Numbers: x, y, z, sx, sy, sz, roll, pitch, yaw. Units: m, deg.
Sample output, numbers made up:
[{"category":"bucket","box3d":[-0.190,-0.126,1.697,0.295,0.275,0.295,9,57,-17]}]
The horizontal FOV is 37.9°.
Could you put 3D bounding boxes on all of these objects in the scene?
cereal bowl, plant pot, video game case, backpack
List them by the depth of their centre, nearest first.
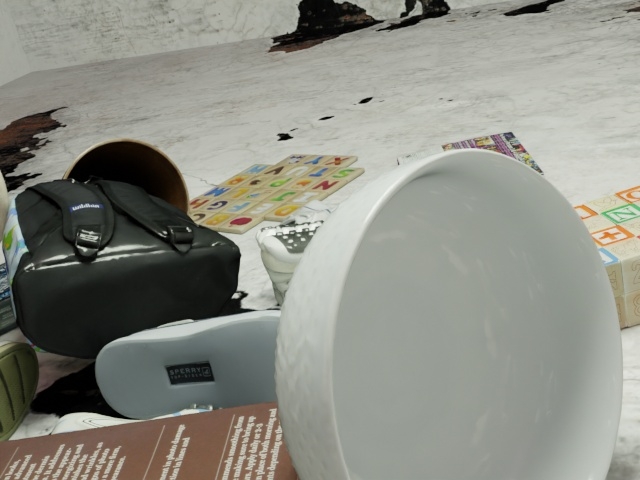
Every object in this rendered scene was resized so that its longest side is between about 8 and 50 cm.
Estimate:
[{"category":"cereal bowl","box3d":[0.095,0.101,0.768,0.339,0.339,0.141,-30,14,-35]},{"category":"backpack","box3d":[-0.305,0.028,1.276,0.290,0.273,0.355,-8,34,-28]},{"category":"video game case","box3d":[0.242,-0.111,1.542,0.210,0.042,0.232,-13,22,3]},{"category":"plant pot","box3d":[-0.363,-0.054,1.586,0.215,0.215,0.230,-26,11,-26]}]

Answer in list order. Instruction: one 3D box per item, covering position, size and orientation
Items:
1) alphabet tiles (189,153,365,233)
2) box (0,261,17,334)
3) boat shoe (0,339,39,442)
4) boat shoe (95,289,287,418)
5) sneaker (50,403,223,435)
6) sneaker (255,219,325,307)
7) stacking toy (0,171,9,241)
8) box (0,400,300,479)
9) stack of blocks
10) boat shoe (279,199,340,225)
[{"category":"alphabet tiles","box3d":[-0.095,-0.094,1.741,0.285,0.011,0.342,7,30,40]},{"category":"box","box3d":[-0.504,0.087,1.496,0.220,0.051,0.175,-28,26,-32]},{"category":"boat shoe","box3d":[-0.439,0.213,1.080,0.103,0.113,0.302,0,26,16]},{"category":"boat shoe","box3d":[-0.070,0.135,1.059,0.367,0.136,0.156,-9,9,31]},{"category":"sneaker","box3d":[-0.169,0.222,0.968,0.237,0.085,0.086,-5,55,7]},{"category":"sneaker","box3d":[-0.019,0.035,1.152,0.110,0.118,0.292,-5,-2,0]},{"category":"stacking toy","box3d":[-0.651,0.034,1.170,0.350,0.351,0.480,-4,40,23]},{"category":"box","box3d":[-0.180,0.261,0.786,0.381,0.143,0.191,-8,23,9]},{"category":"stack of blocks","box3d":[0.296,0.037,1.101,0.297,0.087,0.171,-17,22,-7]},{"category":"boat shoe","box3d":[0.000,0.000,1.367,0.084,0.095,0.258,-28,10,-11]}]
